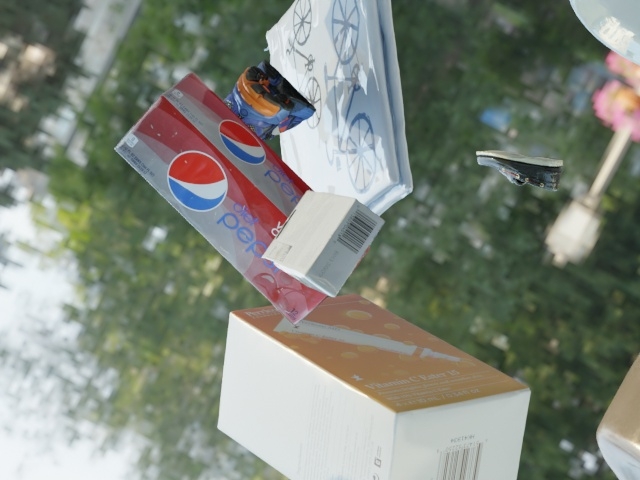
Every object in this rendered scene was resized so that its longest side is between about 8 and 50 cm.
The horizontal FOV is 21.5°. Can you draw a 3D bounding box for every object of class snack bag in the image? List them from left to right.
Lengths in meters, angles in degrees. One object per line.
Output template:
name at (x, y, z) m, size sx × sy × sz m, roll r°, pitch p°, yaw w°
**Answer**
snack bag at (0.017, -0.159, 1.969) m, size 0.037 × 0.323 × 0.342 m, roll -2°, pitch 164°, yaw -21°

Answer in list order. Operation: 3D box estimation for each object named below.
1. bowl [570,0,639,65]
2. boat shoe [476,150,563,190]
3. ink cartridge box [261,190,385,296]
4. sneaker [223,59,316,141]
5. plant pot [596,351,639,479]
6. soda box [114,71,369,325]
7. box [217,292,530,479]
bowl at (0.378, -0.256, 1.505) m, size 0.298 × 0.134 × 0.298 m, roll 14°, pitch 161°, yaw 5°
boat shoe at (0.246, -0.090, 2.107) m, size 0.049 × 0.042 × 0.133 m, roll -6°, pitch -165°, yaw -43°
ink cartridge box at (0.000, 0.000, 1.157) m, size 0.029 × 0.063 × 0.115 m, roll 36°, pitch 175°, yaw -16°
sneaker at (-0.071, -0.144, 1.860) m, size 0.083 × 0.087 × 0.221 m, roll 48°, pitch -168°, yaw 6°
plant pot at (0.305, 0.095, 1.073) m, size 0.263 × 0.229 × 0.263 m, roll 46°, pitch 172°, yaw 8°
soda box at (-0.078, -0.044, 1.724) m, size 0.263 × 0.092 × 0.083 m, roll 45°, pitch -151°, yaw -3°
box at (0.059, 0.209, 2.094) m, size 0.215 × 0.168 × 0.345 m, roll -7°, pitch -158°, yaw -37°
